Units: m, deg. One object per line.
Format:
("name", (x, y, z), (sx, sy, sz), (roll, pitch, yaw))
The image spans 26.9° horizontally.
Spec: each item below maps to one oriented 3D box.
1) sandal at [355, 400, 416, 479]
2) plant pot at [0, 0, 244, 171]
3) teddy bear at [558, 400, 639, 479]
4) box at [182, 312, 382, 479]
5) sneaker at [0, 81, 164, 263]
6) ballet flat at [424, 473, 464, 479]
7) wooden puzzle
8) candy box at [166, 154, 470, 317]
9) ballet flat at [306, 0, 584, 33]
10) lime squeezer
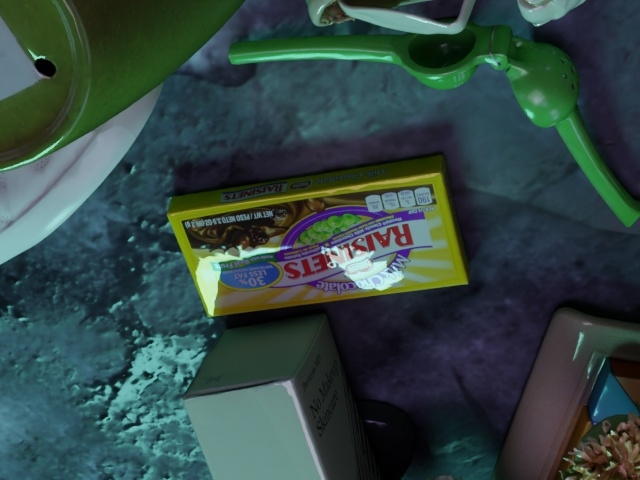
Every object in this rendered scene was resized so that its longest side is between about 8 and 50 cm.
("sandal", (0.012, 0.243, 1.147), (0.097, 0.054, 0.255), (12, 127, -2))
("plant pot", (-0.153, -0.169, 0.712), (0.274, 0.294, 0.275), (4, 127, 5))
("teddy bear", (0.286, 0.219, 0.979), (0.245, 0.113, 0.338), (-23, 123, -27))
("box", (-0.009, 0.205, 1.049), (0.094, 0.113, 0.275), (-11, 112, 19))
("sneaker", (-0.255, -0.071, 0.916), (0.292, 0.108, 0.169), (-33, 119, 29))
("ballet flat", (0.179, 0.305, 1.110), (0.147, 0.147, 0.409), (-21, 139, 22))
("wooden puzzle", (0.274, 0.163, 1.060), (0.238, 0.044, 0.221), (12, 127, -1))
("candy box", (0.000, 0.000, 0.985), (0.205, 0.027, 0.105), (-8, 128, 14))
("ballet flat", (0.104, -0.164, 0.810), (0.248, 0.086, 0.086), (-2, 126, 14))
("lime squeezer", (0.099, -0.104, 0.889), (0.310, 0.059, 0.110), (21, 157, -10))
